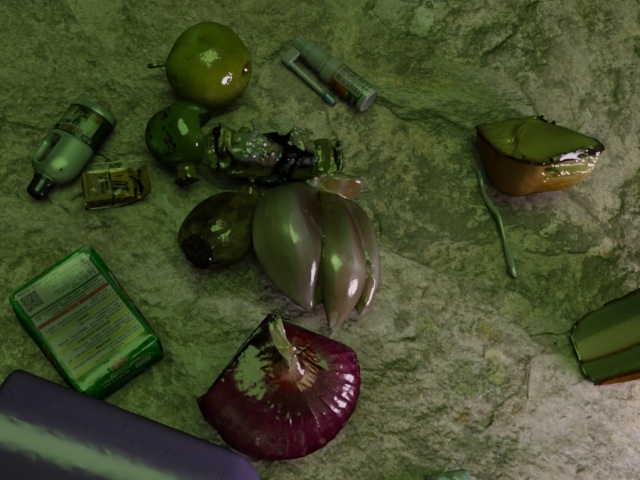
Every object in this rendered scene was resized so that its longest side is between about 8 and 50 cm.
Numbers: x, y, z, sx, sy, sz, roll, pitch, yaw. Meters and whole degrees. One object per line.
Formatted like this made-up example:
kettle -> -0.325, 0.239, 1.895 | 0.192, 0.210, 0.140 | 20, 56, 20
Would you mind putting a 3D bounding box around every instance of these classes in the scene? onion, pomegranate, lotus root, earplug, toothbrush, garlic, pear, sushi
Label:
onion -> -0.059, 0.259, 1.305 | 0.230, 0.272, 0.256 | 39, 97, -4
pomegranate -> -0.288, -0.198, 1.513 | 0.122, 0.143, 0.169 | 23, 70, -34
lotus root -> -0.180, -0.030, 1.467 | 0.138, 0.138, 0.214 | 37, 58, 7
earplug -> -0.313, 0.377, 1.217 | 0.456, 0.215, 0.215 | 20, 63, -6
toothbrush -> 0.378, -0.039, 1.639 | 0.026, 0.022, 0.262 | -10, 67, -3
garlic -> 0.000, 0.001, 1.456 | 0.279, 0.132, 0.325 | 17, 51, -23
pear -> -0.256, -0.368, 1.599 | 0.216, 0.166, 0.180 | 9, 76, 17
sushi -> -0.090, -0.186, 1.547 | 0.291, 0.131, 0.139 | 4, 68, -20

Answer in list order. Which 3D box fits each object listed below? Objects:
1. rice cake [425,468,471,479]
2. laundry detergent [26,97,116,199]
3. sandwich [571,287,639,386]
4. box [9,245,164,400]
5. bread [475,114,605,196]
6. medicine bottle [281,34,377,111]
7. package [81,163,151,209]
rice cake -> 0.246, 0.521, 1.344 | 0.080, 0.042, 0.221 | -4, 67, -15
laundry detergent -> -0.501, -0.175, 1.500 | 0.099, 0.070, 0.225 | 28, 64, -2
sandwich -> 0.664, 0.197, 1.545 | 0.198, 0.227, 0.155 | 13, 55, -46
box -> -0.413, 0.149, 1.351 | 0.180, 0.103, 0.250 | -35, 75, -23
bread -> 0.451, -0.174, 1.641 | 0.205, 0.162, 0.262 | -7, 25, -13
medicine bottle -> 0.017, -0.367, 1.701 | 0.221, 0.061, 0.092 | 42, 84, 10
package -> -0.403, -0.105, 1.499 | 0.131, 0.047, 0.071 | -11, 66, -17
